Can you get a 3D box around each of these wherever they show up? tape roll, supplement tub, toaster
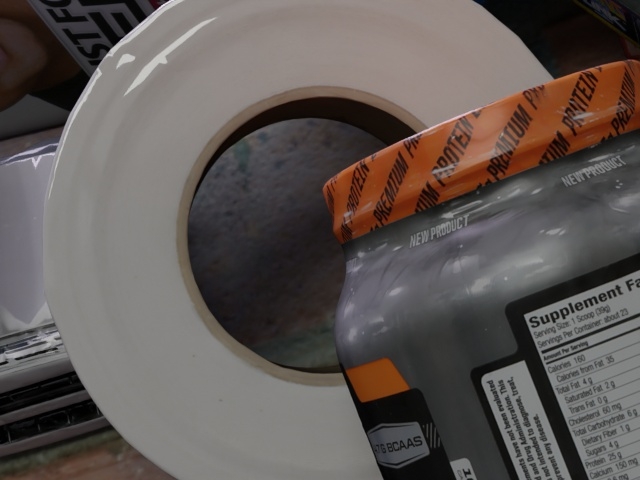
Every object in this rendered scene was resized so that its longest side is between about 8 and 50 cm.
[{"bbox_3d":[0.000,0.000,0.826,0.286,0.100,0.286,0,88,-6],"label":"tape roll"},{"bbox_3d":[0.126,0.095,0.683,0.193,0.193,0.316,-21,86,9],"label":"supplement tub"},{"bbox_3d":[-0.171,0.035,0.947,0.227,0.129,0.146,-17,61,8],"label":"toaster"}]

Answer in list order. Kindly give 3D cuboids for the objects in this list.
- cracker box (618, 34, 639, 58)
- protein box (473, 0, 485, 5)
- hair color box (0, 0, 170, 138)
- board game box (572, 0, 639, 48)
[{"bbox_3d":[0.290,-0.201,0.932,0.232,0.067,0.156,-5,62,20],"label":"cracker box"},{"bbox_3d":[0.069,-0.239,0.913,0.200,0.136,0.201,-42,20,42],"label":"protein box"},{"bbox_3d":[-0.215,-0.165,1.039,0.374,0.185,0.114,-11,59,16],"label":"hair color box"},{"bbox_3d":[0.224,-0.182,0.879,0.170,0.048,0.141,-45,58,-4],"label":"board game box"}]
